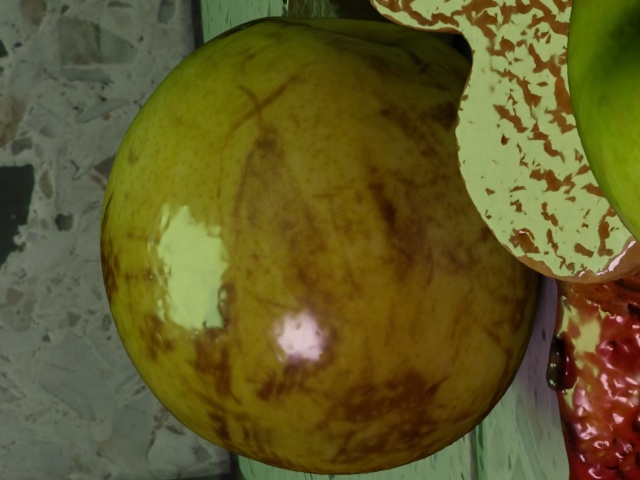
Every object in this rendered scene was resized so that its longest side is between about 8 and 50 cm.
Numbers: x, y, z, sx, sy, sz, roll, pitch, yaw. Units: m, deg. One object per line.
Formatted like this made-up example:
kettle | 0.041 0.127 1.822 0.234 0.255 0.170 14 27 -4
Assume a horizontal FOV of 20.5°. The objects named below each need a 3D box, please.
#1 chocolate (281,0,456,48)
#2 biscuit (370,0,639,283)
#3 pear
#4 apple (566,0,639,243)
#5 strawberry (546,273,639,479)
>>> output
chocolate | 0.033 -0.129 1.266 0.214 0.093 0.148 -113 21 -55
biscuit | 0.107 -0.144 0.721 0.205 0.049 0.324 -10 81 38
pear | 0.000 0.000 1.062 0.281 0.280 0.281 174 90 -80
apple | 0.153 -0.054 0.434 0.196 0.196 0.196 174 90 -80
strawberry | 0.150 0.071 0.827 0.121 0.082 0.188 -75 -22 -57
